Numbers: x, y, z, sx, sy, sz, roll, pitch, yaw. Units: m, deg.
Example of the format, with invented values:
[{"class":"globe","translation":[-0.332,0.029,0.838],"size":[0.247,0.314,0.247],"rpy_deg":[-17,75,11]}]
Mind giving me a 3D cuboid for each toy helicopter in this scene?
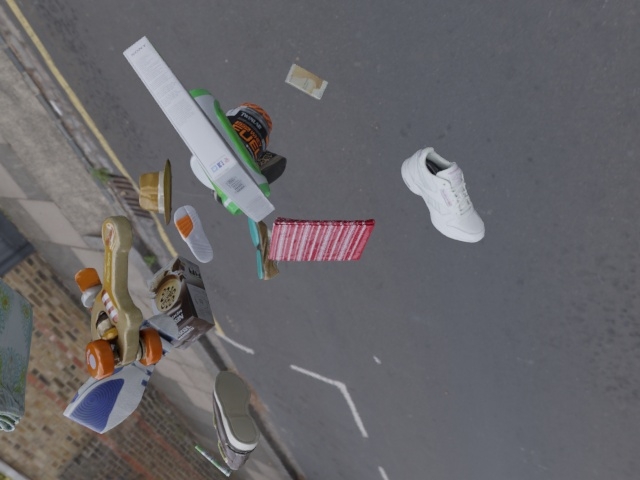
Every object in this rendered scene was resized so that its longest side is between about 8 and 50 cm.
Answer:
[{"class":"toy helicopter","translation":[-0.467,0.112,1.029],"size":[0.234,0.140,0.355],"rpy_deg":[22,110,40]}]

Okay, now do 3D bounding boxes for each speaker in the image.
[{"class":"speaker","translation":[-0.243,-0.215,1.120],"size":[0.297,0.131,0.131],"rpy_deg":[58,144,2]}]

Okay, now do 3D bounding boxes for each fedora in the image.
[{"class":"fedora","translation":[-0.435,-0.128,1.214],"size":[0.079,0.195,0.194],"rpy_deg":[0,148,-16]}]

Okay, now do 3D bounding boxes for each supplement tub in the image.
[{"class":"supplement tub","translation":[-0.308,-0.340,1.651],"size":[0.193,0.316,0.194],"rpy_deg":[18,147,12]}]

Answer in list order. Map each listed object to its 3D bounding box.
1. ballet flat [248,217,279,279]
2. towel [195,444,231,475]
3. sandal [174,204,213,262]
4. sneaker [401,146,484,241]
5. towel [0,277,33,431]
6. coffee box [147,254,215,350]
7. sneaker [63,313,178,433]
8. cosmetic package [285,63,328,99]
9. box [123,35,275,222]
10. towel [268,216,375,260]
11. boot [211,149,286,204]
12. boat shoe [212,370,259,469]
[{"class":"ballet flat","translation":[-0.269,0.025,2.275],"size":[0.116,0.124,0.343],"rpy_deg":[-37,63,62]},{"class":"towel","translation":[-0.376,0.774,1.621],"size":[0.152,0.023,0.113],"rpy_deg":[37,152,9]},{"class":"sandal","translation":[-0.530,-0.017,1.909],"size":[0.265,0.101,0.076],"rpy_deg":[63,157,12]},{"class":"sneaker","translation":[0.349,-0.122,1.256],"size":[0.305,0.114,0.152],"rpy_deg":[49,157,2]},{"class":"towel","translation":[-0.831,0.273,1.165],"size":[0.321,0.090,0.375],"rpy_deg":[116,144,-59]},{"class":"coffee box","translation":[-0.514,0.225,1.680],"size":[0.119,0.168,0.297],"rpy_deg":[39,-164,-49]},{"class":"sneaker","translation":[-0.514,0.328,1.189],"size":[0.182,0.316,0.127],"rpy_deg":[-7,132,50]},{"class":"cosmetic package","translation":[-0.042,-0.477,1.379],"size":[0.115,0.060,0.041],"rpy_deg":[20,-168,-23]},{"class":"box","translation":[-0.221,-0.198,0.869],"size":[0.322,0.058,0.232],"rpy_deg":[54,179,18]},{"class":"towel","translation":[0.000,0.000,1.258],"size":[0.274,0.031,0.199],"rpy_deg":[0,148,-11]},{"class":"boot","translation":[-0.354,-0.310,1.862],"size":[0.284,0.377,0.138],"rpy_deg":[38,141,18]},{"class":"boat shoe","translation":[-0.254,0.500,1.314],"size":[0.116,0.097,0.324],"rpy_deg":[16,-166,-26]}]
